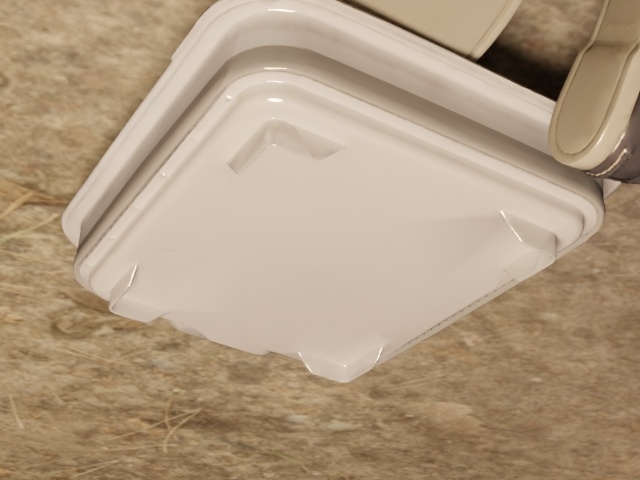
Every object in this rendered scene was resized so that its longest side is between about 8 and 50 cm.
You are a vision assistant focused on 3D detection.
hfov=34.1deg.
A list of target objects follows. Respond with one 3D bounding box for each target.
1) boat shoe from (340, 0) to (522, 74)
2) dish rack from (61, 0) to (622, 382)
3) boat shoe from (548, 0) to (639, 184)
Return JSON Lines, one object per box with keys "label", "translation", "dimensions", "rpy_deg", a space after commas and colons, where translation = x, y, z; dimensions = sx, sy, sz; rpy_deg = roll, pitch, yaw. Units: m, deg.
{"label": "boat shoe", "translation": [0.064, -0.214, 0.506], "dimensions": [0.112, 0.095, 0.335], "rpy_deg": [7, 141, -1]}
{"label": "dish rack", "translation": [0.000, 0.000, 0.678], "dimensions": [0.286, 0.072, 0.333], "rpy_deg": [19, 147, -24]}
{"label": "boat shoe", "translation": [0.196, -0.125, 0.558], "dimensions": [0.065, 0.075, 0.206], "rpy_deg": [21, 101, -24]}
